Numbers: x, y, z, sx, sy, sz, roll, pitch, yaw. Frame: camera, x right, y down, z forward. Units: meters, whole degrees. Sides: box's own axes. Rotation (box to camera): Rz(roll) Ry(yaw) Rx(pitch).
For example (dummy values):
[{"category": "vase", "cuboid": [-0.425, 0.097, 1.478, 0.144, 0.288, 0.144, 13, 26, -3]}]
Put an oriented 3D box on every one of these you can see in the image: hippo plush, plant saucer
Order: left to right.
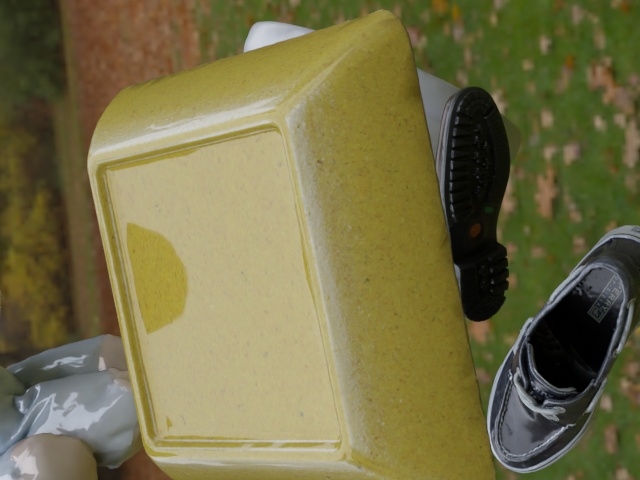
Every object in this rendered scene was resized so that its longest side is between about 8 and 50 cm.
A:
[{"category": "hippo plush", "cuboid": [-0.298, 0.112, 1.257, 0.236, 0.294, 0.234, 55, -146, -17]}, {"category": "plant saucer", "cuboid": [-0.050, 0.033, 1.081, 0.332, 0.081, 0.333, -9, 94, 47]}]

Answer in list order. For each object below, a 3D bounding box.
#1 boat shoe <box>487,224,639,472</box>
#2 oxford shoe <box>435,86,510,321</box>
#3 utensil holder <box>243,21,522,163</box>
[{"category": "boat shoe", "cuboid": [0.225, 0.119, 1.426, 0.108, 0.102, 0.301, 41, 129, 15]}, {"category": "oxford shoe", "cuboid": [0.125, -0.040, 1.460, 0.096, 0.083, 0.227, 27, 122, 50]}, {"category": "utensil holder", "cuboid": [0.000, 0.000, 1.685, 0.385, 0.327, 0.327, -67, 11, -2]}]
